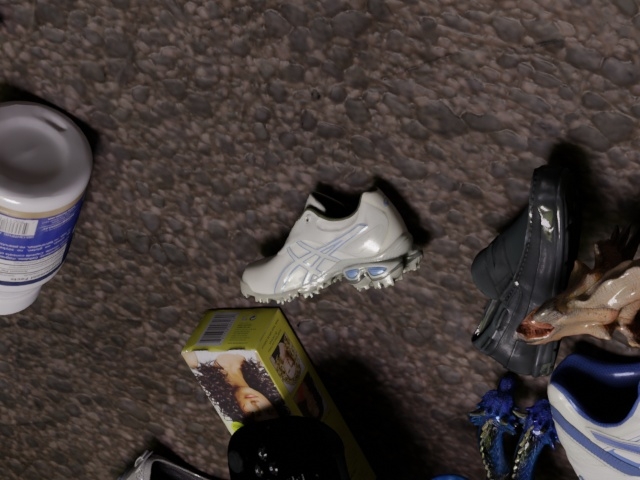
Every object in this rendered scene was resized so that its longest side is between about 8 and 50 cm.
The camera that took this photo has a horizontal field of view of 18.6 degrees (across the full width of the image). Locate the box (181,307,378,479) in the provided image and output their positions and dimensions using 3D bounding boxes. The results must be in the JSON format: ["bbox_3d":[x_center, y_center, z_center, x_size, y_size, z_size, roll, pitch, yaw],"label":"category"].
[{"bbox_3d":[-0.033,0.164,1.763,0.087,0.058,0.232,-5,130,35],"label":"box"}]

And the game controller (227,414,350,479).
[{"bbox_3d":[0.000,0.306,1.665,0.166,0.067,0.319,-21,84,66],"label":"game controller"}]

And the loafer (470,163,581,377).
[{"bbox_3d":[0.153,0.025,1.487,0.078,0.076,0.223,13,142,9],"label":"loafer"}]

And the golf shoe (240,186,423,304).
[{"bbox_3d":[0.000,0.000,1.582,0.176,0.069,0.086,-13,104,36],"label":"golf shoe"}]

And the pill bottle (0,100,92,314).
[{"bbox_3d":[-0.265,-0.021,1.669,0.112,0.112,0.187,29,141,2],"label":"pill bottle"}]

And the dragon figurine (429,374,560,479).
[{"bbox_3d":[0.121,0.248,1.624,0.085,0.289,0.144,26,163,36],"label":"dragon figurine"}]

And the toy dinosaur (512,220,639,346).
[{"bbox_3d":[0.306,0.041,1.384,0.295,0.127,0.200,21,149,-7],"label":"toy dinosaur"}]

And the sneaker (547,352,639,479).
[{"bbox_3d":[0.303,0.136,1.486,0.296,0.112,0.131,-10,124,37],"label":"sneaker"}]

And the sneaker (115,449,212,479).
[{"bbox_3d":[-0.086,0.307,1.909,0.281,0.105,0.115,29,141,2],"label":"sneaker"}]
